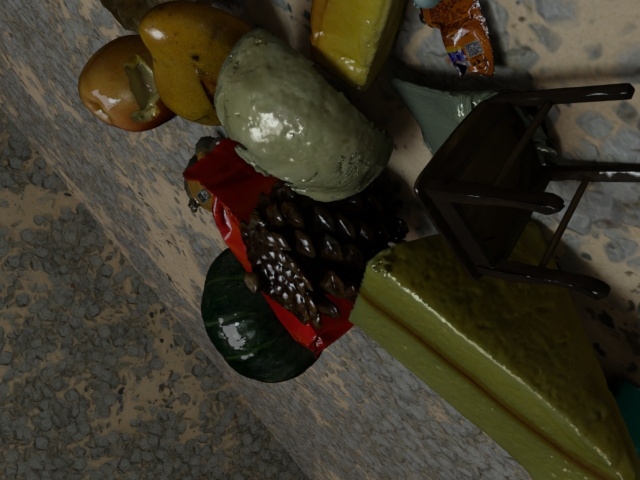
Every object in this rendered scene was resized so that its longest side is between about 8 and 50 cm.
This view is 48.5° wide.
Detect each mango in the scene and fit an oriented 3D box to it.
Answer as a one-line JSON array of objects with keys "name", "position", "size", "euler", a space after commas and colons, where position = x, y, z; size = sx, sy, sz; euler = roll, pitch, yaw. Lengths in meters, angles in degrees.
[{"name": "mango", "position": [-0.162, -0.247, 1.040], "size": [0.295, 0.176, 0.120], "euler": [43, -142, -83]}]

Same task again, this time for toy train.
[{"name": "toy train", "position": [0.394, 0.261, 1.024], "size": [0.154, 0.107, 0.198], "euler": [31, 153, 17]}]

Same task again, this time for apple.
[{"name": "apple", "position": [-0.353, -0.289, 1.323], "size": [0.199, 0.199, 0.199], "euler": [38, 155, 21]}]

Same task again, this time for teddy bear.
[{"name": "teddy bear", "position": [-0.190, -0.122, 1.382], "size": [0.177, 0.140, 0.190], "euler": [52, 148, -3]}]

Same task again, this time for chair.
[{"name": "chair", "position": [0.173, -0.073, 0.768], "size": [0.319, 0.186, 0.160], "euler": [13, 153, 49]}]

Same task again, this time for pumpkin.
[{"name": "pumpkin", "position": [-0.095, 0.128, 1.418], "size": [0.207, 0.300, 0.300], "euler": [-21, 113, 34]}]

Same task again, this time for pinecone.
[{"name": "pinecone", "position": [0.000, 0.000, 1.066], "size": [0.224, 0.272, 0.224], "euler": [40, 152, 26]}]

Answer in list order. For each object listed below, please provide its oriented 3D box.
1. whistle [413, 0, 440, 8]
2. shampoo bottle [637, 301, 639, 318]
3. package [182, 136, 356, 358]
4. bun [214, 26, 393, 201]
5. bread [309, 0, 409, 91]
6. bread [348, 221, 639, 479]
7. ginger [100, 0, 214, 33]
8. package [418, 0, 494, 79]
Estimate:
[{"name": "whistle", "position": [0.122, -0.269, 0.714], "size": [0.035, 0.035, 0.100], "euler": [46, 142, 1]}, {"name": "shampoo bottle", "position": [0.401, 0.072, 0.734], "size": [0.079, 0.079, 0.162], "euler": [53, 156, -13]}, {"name": "package", "position": [-0.043, 0.003, 1.239], "size": [0.123, 0.196, 0.424], "euler": [5, 132, 54]}, {"name": "bun", "position": [-0.031, -0.147, 0.924], "size": [0.259, 0.152, 0.259], "euler": [43, -173, -6]}, {"name": "bread", "position": [0.050, -0.268, 0.775], "size": [0.094, 0.102, 0.245], "euler": [36, 157, 10]}, {"name": "bread", "position": [0.216, 0.188, 0.902], "size": [0.233, 0.244, 0.362], "euler": [100, 154, -61]}, {"name": "ginger", "position": [-0.249, -0.405, 1.035], "size": [0.275, 0.130, 0.221], "euler": [32, 147, 28]}, {"name": "package", "position": [0.147, -0.223, 0.759], "size": [0.077, 0.033, 0.111], "euler": [23, 143, 62]}]
